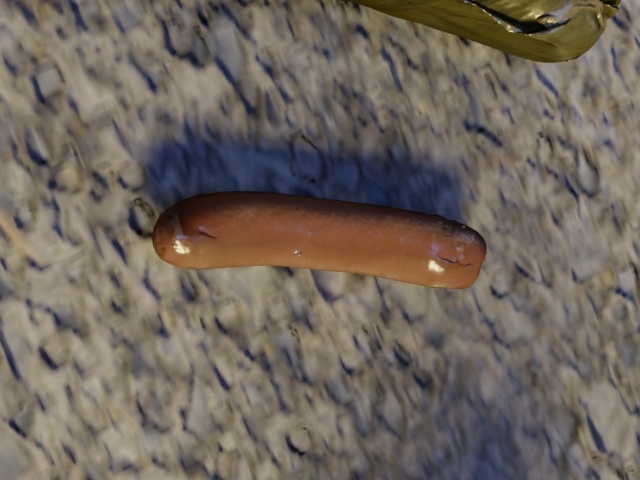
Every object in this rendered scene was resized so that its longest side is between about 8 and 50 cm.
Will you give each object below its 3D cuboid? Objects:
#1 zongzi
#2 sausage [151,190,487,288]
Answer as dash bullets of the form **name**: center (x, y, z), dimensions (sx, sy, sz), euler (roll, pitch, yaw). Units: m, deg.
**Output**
- **zongzi**: center (0.039, -0.124, 0.875), dimensions (0.204, 0.094, 0.205), euler (-45, 112, -14)
- **sausage**: center (0.000, 0.000, 0.891), dimensions (0.186, 0.043, 0.043), euler (5, 91, -28)
